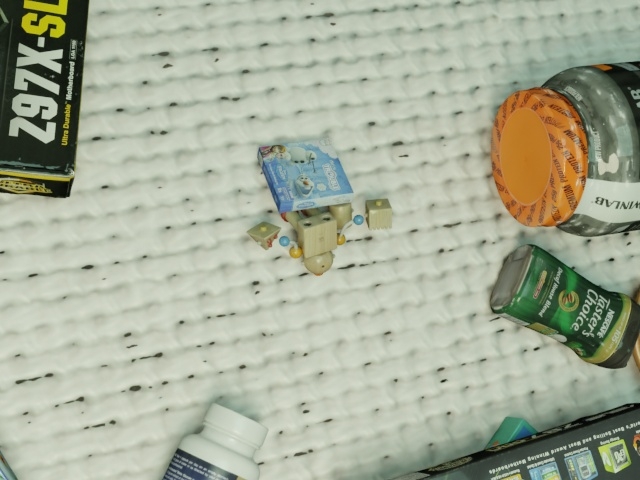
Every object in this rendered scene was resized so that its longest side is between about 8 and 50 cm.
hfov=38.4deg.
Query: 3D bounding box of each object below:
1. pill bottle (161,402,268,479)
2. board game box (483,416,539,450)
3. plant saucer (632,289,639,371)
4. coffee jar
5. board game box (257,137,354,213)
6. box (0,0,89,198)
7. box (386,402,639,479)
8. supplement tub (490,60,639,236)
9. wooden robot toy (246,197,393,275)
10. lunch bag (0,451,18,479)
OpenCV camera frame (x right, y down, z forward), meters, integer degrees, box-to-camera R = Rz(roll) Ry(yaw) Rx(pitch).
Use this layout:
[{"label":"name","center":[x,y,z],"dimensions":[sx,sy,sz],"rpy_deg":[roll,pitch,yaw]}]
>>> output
[{"label":"pill bottle","center":[-0.121,0.263,0.971],"dimensions":[0.094,0.094,0.169],"rpy_deg":[28,76,-12]},{"label":"board game box","center":[0.264,0.340,1.105],"dimensions":[0.210,0.047,0.160],"rpy_deg":[41,73,-7]},{"label":"plant saucer","center":[0.488,0.124,1.211],"dimensions":[0.200,0.037,0.200],"rpy_deg":[3,81,-17]},{"label":"coffee jar","center":[0.309,0.085,1.138],"dimensions":[0.184,0.079,0.096],"rpy_deg":[27,75,-12]},{"label":"board game box","center":[-0.018,-0.077,1.069],"dimensions":[0.090,0.020,0.090],"rpy_deg":[-9,54,-19]},{"label":"box","center":[-0.373,-0.213,0.947],"dimensions":[0.257,0.079,0.322],"rpy_deg":[7,71,-18]},{"label":"box","center":[0.244,0.381,1.010],"dimensions":[0.395,0.097,0.318],"rpy_deg":[-12,82,-16]},{"label":"supplement tub","center":[0.396,-0.116,1.126],"dimensions":[0.338,0.207,0.207],"rpy_deg":[-9,85,-18]},{"label":"wooden robot toy","center":[0.000,0.000,1.075],"dimensions":[0.173,0.076,0.079],"rpy_deg":[-16,122,-19]},{"label":"lunch bag","center":[-0.372,0.287,0.893],"dimensions":[0.176,0.090,0.219],"rpy_deg":[-33,93,-20]}]
